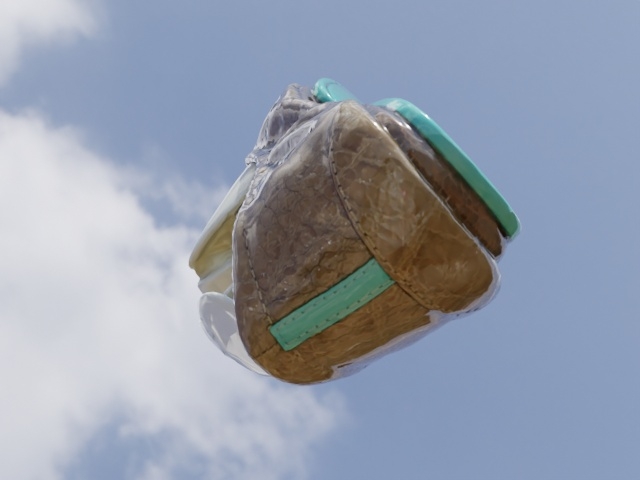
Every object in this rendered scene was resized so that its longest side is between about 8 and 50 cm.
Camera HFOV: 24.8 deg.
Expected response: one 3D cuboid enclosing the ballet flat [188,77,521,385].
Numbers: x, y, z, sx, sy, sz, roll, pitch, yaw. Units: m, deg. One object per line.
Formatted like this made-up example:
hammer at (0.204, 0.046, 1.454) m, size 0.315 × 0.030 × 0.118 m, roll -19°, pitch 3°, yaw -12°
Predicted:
ballet flat at (0.000, 0.000, 0.636) m, size 0.124 × 0.342 × 0.116 m, roll -41°, pitch -82°, yaw 2°
